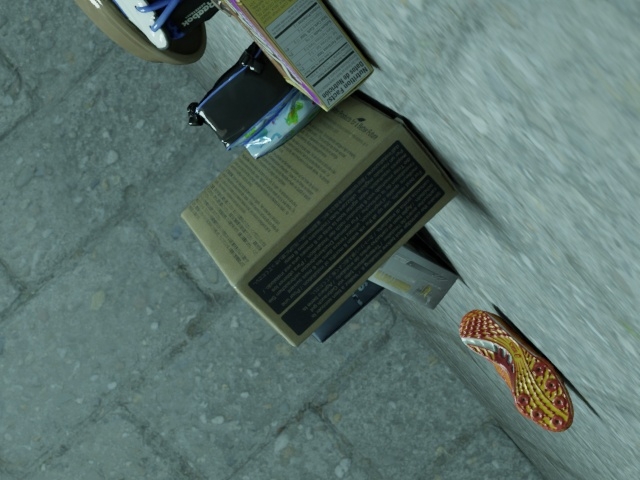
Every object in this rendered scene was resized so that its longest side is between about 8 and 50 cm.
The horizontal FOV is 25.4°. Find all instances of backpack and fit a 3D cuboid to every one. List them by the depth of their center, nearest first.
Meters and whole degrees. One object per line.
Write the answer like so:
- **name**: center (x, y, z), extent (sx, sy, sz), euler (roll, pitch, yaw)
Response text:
- **backpack**: center (-0.041, -0.130, 1.232), extent (0.084, 0.105, 0.114), euler (46, -147, -7)

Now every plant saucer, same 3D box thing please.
- **plant saucer**: center (-0.227, -0.304, 1.559), extent (0.278, 0.041, 0.278), euler (49, -159, -26)

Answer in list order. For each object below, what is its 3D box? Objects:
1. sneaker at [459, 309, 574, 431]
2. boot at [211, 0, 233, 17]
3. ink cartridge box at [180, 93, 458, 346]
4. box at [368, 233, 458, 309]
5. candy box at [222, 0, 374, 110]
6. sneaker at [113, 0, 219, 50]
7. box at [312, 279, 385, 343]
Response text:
- **sneaker**: center (0.229, 0.141, 1.589), extent (0.067, 0.064, 0.175), euler (15, -147, -56)
- **boot**: center (-0.091, -0.234, 1.272), extent (0.118, 0.042, 0.087), euler (42, 170, -1)
- **ink cartridge box**: center (-0.009, -0.033, 1.246), extent (0.088, 0.193, 0.234), euler (47, 179, -22)
- **box**: center (0.034, -0.019, 1.673), extent (0.231, 0.056, 0.183), euler (26, -164, -45)
- **candy box**: center (-0.046, -0.191, 1.076), extent (0.186, 0.053, 0.109), euler (51, 177, -26)
- **sneaker**: center (-0.167, -0.278, 1.301), extent (0.182, 0.127, 0.315), euler (45, -175, 2)
- **box**: center (0.000, 0.000, 1.854), extent (0.232, 0.183, 0.059), euler (51, 177, -37)
